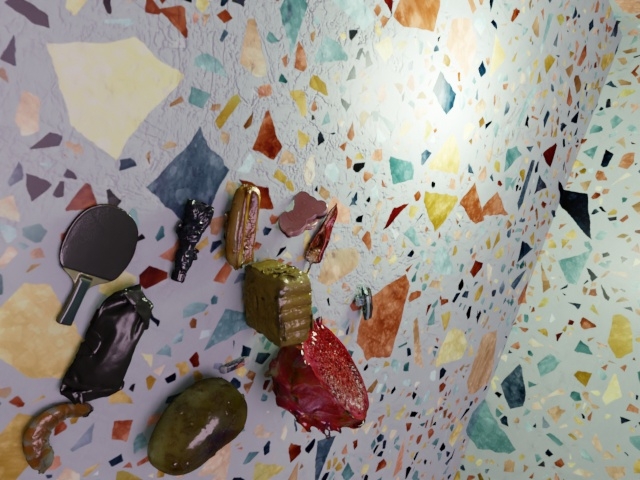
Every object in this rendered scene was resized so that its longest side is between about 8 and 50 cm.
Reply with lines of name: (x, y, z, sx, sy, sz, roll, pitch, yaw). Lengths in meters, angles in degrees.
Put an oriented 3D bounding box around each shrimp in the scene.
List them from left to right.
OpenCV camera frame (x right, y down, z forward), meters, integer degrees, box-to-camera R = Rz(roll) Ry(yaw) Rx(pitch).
shrimp: (-0.636, 0.473, 1.230, 0.166, 0.049, 0.161, -19, 115, -47)

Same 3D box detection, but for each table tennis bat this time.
table tennis bat: (-0.540, 0.059, 1.190, 0.173, 0.022, 0.301, 28, 83, -45)

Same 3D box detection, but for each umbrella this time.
umbrella: (-0.348, 0.005, 1.324, 0.080, 0.071, 0.224, 18, 97, -17)

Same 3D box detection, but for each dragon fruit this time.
dragon fruit: (-0.025, 0.451, 1.617, 0.249, 0.371, 0.386, -37, 142, 14)

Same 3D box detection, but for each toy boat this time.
toy boat: (0.160, 0.235, 1.890, 0.066, 0.059, 0.140, -7, 113, -13)

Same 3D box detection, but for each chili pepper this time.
chili pepper: (0.000, 0.000, 1.665, 0.050, 0.059, 0.268, 68, 44, -80)

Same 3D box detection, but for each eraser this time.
eraser: (-0.265, 0.387, 1.562, 0.099, 0.019, 0.027, -17, 115, -40)

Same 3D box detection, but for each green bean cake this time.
green bean cake: (-0.130, 0.180, 1.478, 0.131, 0.224, 0.229, -11, 109, -37)

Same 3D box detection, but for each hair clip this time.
hair clip: (-0.060, -0.077, 1.540, 0.138, 0.123, 0.102, -25, 140, -40)

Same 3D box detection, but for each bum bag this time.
bum bag: (-0.516, 0.257, 1.247, 0.142, 0.080, 0.326, 28, 87, -37)

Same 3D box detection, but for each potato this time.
potato: (-0.345, 0.524, 1.426, 0.307, 0.173, 0.210, -41, 131, -30)

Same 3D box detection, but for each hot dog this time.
hot dog: (-0.228, -0.035, 1.422, 0.104, 0.076, 0.250, -17, 120, -60)
